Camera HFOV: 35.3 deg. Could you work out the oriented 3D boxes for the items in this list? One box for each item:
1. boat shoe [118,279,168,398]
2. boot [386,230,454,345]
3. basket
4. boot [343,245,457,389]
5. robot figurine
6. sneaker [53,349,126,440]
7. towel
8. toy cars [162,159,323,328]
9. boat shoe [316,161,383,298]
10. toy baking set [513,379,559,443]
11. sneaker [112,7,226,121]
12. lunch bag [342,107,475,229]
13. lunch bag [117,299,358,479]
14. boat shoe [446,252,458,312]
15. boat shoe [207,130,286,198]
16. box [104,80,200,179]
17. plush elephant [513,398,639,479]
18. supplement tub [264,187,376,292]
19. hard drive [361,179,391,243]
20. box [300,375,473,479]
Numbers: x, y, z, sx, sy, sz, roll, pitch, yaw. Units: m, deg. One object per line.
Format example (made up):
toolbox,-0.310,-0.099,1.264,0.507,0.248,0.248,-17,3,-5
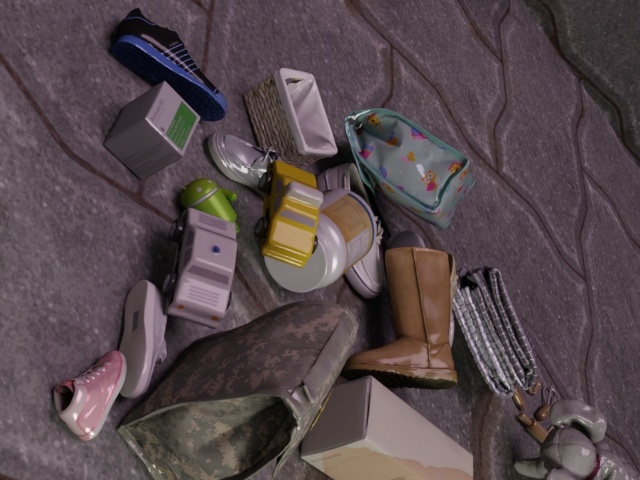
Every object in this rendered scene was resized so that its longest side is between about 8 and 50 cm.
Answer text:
boat shoe,-0.245,0.144,1.418,0.063,0.066,0.184,35,34,-38
boot,0.211,0.113,2.084,0.123,0.095,0.258,14,67,-58
basket,-0.058,-0.222,1.877,0.113,0.103,0.167,-3,73,-56
boot,0.144,0.141,1.896,0.236,0.089,0.270,10,61,-24
robot figurine,-0.180,-0.050,1.623,0.101,0.067,0.115,-44,107,-43
sneaker,-0.301,0.186,1.310,0.070,0.051,0.134,49,40,-34
towel,0.384,0.185,2.195,0.284,0.121,0.235,66,13,2
toy cars,-0.103,-0.016,1.548,0.176,0.087,0.393,50,46,5
boat shoe,0.077,-0.022,1.960,0.096,0.088,0.268,0,70,-56
toy baking set,0.530,0.398,2.405,0.256,0.030,0.197,46,37,-28
sneaker,-0.239,-0.293,1.679,0.232,0.081,0.090,37,49,-36
lunch bag,0.162,-0.152,2.011,0.262,0.160,0.223,32,-1,13
lunch bag,-0.088,0.212,1.386,0.169,0.287,0.235,58,32,-12
boat shoe,0.245,0.101,2.004,0.048,0.056,0.153,35,56,-47
boat shoe,-0.100,-0.132,1.778,0.227,0.081,0.079,36,43,-39
box,-0.258,-0.170,1.553,0.087,0.102,0.101,45,39,-27
plush elephant,0.546,0.505,2.168,0.255,0.330,0.272,37,47,-11
supplement tub,0.000,0.000,1.781,0.144,0.144,0.199,63,33,-5
hard drive,0.093,-0.053,2.064,0.094,0.022,0.135,-29,95,-58
box,0.119,0.367,1.722,0.311,0.148,0.121,40,41,-33
